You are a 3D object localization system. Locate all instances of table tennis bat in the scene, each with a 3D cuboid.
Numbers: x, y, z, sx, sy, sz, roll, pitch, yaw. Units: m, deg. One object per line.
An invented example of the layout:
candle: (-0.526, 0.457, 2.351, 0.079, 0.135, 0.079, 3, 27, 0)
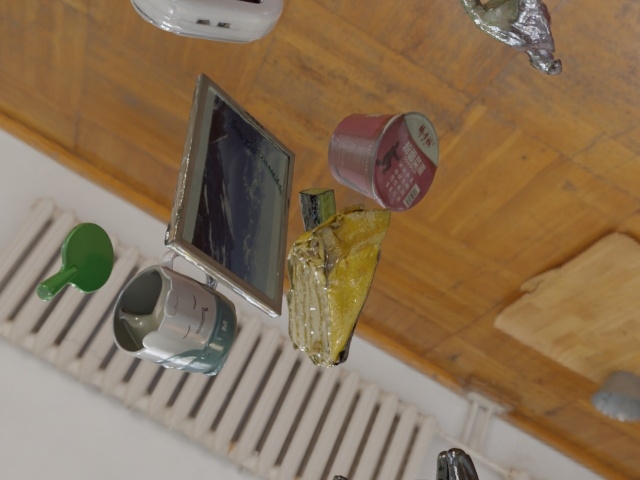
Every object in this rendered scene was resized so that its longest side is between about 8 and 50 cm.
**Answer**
table tennis bat: (-0.551, 0.059, 1.747, 0.039, 0.257, 0.161, -4, 115, 24)

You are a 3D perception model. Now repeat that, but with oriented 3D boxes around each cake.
cake: (0.018, 0.039, 0.836, 0.079, 0.116, 0.185, 21, 135, 37)

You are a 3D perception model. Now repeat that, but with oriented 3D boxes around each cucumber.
cucumber: (-0.003, 0.000, 1.593, 0.062, 0.078, 0.211, 5, 106, 38)

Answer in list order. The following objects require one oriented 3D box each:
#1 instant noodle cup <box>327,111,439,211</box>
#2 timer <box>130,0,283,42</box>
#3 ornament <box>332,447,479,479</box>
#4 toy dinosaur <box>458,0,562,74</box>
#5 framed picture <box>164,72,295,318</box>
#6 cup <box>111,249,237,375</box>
instant noodle cup: (0.140, -0.200, 1.819, 0.178, 0.235, 0.235, 21, 153, 42)
timer: (-0.187, -0.406, 1.164, 0.237, 0.262, 0.087, 0, 147, -35)
ornament: (0.041, 0.303, 0.676, 0.236, 0.202, 0.080, -6, 158, -16)
toy dinosaur: (0.264, -0.309, 1.065, 0.162, 0.077, 0.294, 39, -162, 21)
framed picture: (-0.131, -0.075, 1.236, 0.022, 0.335, 0.247, -20, 139, 30)
cup: (-0.333, 0.164, 1.847, 0.219, 0.290, 0.257, -12, 151, 40)
